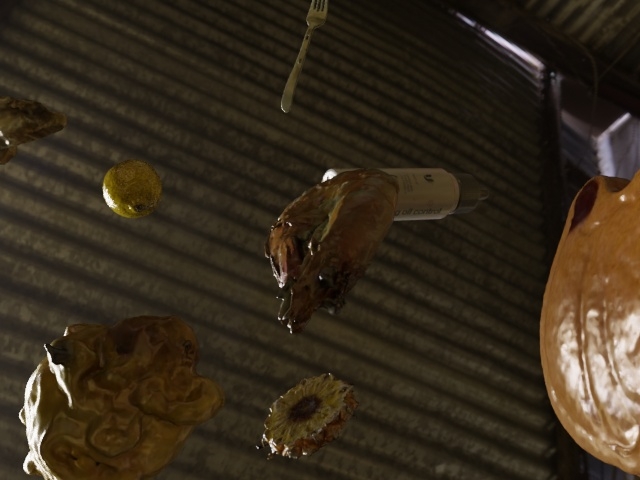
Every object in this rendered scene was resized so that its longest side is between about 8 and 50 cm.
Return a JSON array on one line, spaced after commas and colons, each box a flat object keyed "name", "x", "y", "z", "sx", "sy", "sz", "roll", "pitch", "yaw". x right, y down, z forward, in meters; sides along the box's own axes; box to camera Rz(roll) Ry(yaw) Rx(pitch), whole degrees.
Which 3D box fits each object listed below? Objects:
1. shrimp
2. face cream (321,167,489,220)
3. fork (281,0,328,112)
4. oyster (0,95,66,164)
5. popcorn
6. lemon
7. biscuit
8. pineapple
[{"name": "shrimp", "x": 0.000, "y": 0.001, "z": 0.641, "sx": 0.294, "sy": 0.154, "sz": 0.062, "roll": -66, "pitch": -43, "yaw": -60}, {"name": "face cream", "x": 0.156, "y": -0.079, "z": 1.062, "sx": 0.311, "sy": 0.092, "sz": 0.092, "roll": -3, "pitch": -121, "yaw": -25}, {"name": "fork", "x": -0.025, "y": -0.325, "z": 1.070, "sx": 0.034, "sy": 0.028, "sz": 0.219, "roll": 17, "pitch": -86, "yaw": 9}, {"name": "oyster", "x": -0.549, "y": -0.182, "z": 0.918, "sx": 0.341, "sy": 0.110, "sz": 0.166, "roll": 11, "pitch": -169, "yaw": -11}, {"name": "popcorn", "x": -0.330, "y": 0.235, "z": 0.980, "sx": 0.316, "sy": 0.281, "sz": 0.297, "roll": -38, "pitch": -131, "yaw": -7}, {"name": "lemon", "x": -0.352, "y": -0.096, "z": 1.173, "sx": 0.109, "sy": 0.109, "sz": 0.133, "roll": 0, "pitch": -140, "yaw": -27}, {"name": "biscuit", "x": 0.330, "y": 0.054, "z": 0.550, "sx": 0.078, "sy": 0.455, "sz": 0.349, "roll": 10, "pitch": -108, "yaw": -10}, {"name": "pineapple", "x": -0.027, "y": 0.330, "z": 1.177, "sx": 0.221, "sy": 0.221, "sz": 0.047, "roll": -44, "pitch": -67, "yaw": -40}]
